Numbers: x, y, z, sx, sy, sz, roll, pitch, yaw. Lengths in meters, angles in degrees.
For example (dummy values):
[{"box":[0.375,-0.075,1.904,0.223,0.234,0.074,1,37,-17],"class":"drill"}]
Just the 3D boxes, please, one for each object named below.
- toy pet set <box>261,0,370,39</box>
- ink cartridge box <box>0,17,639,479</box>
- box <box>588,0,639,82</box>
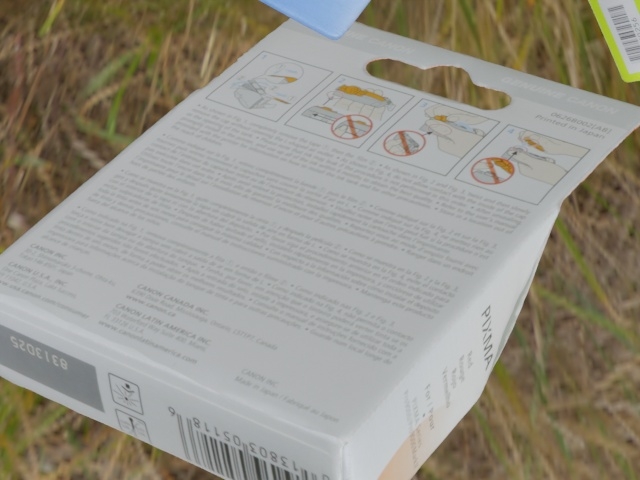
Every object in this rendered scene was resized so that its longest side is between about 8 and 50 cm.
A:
[{"box":[-0.035,-0.091,0.368,0.114,0.122,0.065,28,77,-19],"class":"toy pet set"},{"box":[0.000,0.000,0.613,0.145,0.179,0.045,20,134,30],"class":"ink cartridge box"},{"box":[0.189,-0.122,0.713,0.109,0.178,0.042,-9,114,46],"class":"box"}]
